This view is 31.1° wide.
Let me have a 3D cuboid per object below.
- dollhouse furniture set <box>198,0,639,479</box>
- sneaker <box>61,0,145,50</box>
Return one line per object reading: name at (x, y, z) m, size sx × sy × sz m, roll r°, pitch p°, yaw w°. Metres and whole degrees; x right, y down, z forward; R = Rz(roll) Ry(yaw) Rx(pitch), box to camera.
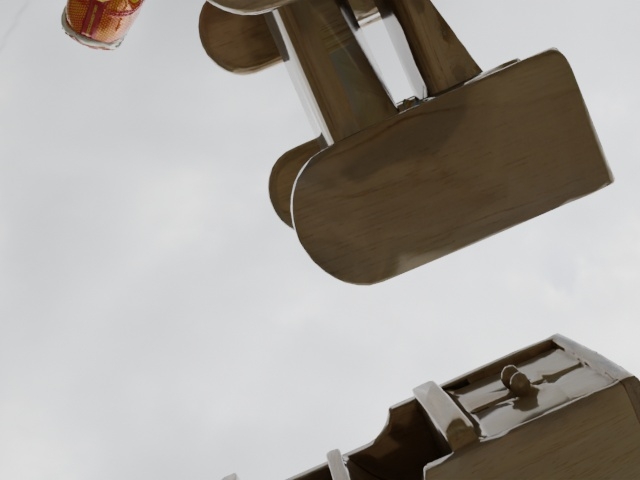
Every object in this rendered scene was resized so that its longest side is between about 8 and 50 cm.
dollhouse furniture set at (0.000, 0.000, 0.684) m, size 0.256 × 0.362 × 0.394 m, roll -24°, pitch -84°, yaw -3°
sneaker at (-0.131, -0.200, 0.796) m, size 0.175 × 0.064 × 0.067 m, roll -87°, pitch -157°, yaw -45°
